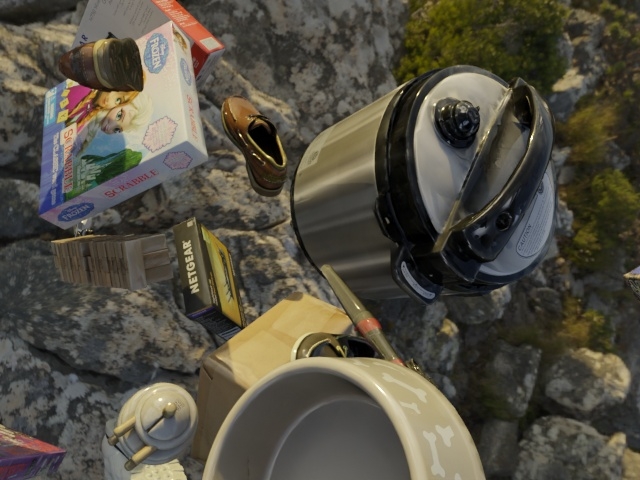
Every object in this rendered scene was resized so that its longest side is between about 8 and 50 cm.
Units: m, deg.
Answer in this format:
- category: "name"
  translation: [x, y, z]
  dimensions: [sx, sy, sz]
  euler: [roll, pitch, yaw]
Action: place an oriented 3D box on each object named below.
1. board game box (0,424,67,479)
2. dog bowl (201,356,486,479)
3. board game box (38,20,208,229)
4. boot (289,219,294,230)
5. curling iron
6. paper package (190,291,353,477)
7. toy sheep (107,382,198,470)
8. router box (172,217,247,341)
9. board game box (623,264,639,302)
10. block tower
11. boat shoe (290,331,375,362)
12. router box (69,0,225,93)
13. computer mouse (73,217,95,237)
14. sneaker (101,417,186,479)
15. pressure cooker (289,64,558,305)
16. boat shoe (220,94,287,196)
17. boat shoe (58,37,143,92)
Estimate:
- category: "board game box"
  translation: [-0.554, 0.324, 0.810]
  dimensions: [0.208, 0.347, 0.056]
  euler: [27, 66, -2]
- category: "dog bowl"
  translation: [0.002, 0.291, 0.561]
  dimensions: [0.102, 0.349, 0.348]
  euler: [33, 66, -45]
- category: "board game box"
  translation: [-0.379, -0.221, 0.955]
  dimensions: [0.066, 0.318, 0.318]
  euler: [46, 24, -58]
- category: "boot"
  translation: [0.001, -0.001, 1.818]
  dimensions: [0.178, 0.085, 0.236]
  euler: [51, 16, 28]
- category: "curling iron"
  translation: [0.071, 0.126, 0.714]
  dimensions: [0.035, 0.274, 0.068]
  euler: [-45, 141, 3]
- category: "paper package"
  translation: [-0.098, 0.320, 1.092]
  dimensions: [0.325, 0.168, 0.309]
  euler: [-33, 142, -52]
- category: "toy sheep"
  translation: [-0.172, 0.194, 0.535]
  dimensions: [0.091, 0.132, 0.091]
  euler: [14, 60, -25]
- category: "router box"
  translation: [-0.329, 0.119, 1.525]
  dimensions: [0.243, 0.081, 0.308]
  euler: [56, 12, -57]
- category: "board game box"
  translation: [0.478, 0.090, 0.440]
  dimensions: [0.232, 0.141, 0.291]
  euler: [-34, 87, 3]
- category: "block tower"
  translation: [-0.421, 0.037, 1.012]
  dimensions: [0.097, 0.335, 0.091]
  euler: [-15, 102, -45]
- category: "boat shoe"
  translation: [0.026, 0.194, 0.858]
  dimensions: [0.228, 0.069, 0.081]
  euler: [12, 76, -64]
- category: "router box"
  translation: [-0.441, -0.441, 1.243]
  dimensions: [0.301, 0.335, 0.082]
  euler: [42, 37, -6]
- category: "computer mouse"
  translation: [-0.628, -0.037, 1.348]
  dimensions: [0.042, 0.106, 0.193]
  euler: [3, 36, -33]
- category: "sneaker"
  translation: [-0.298, 0.396, 0.841]
  dimensions: [0.090, 0.235, 0.094]
  euler: [14, 103, -43]
- category: "pressure cooker"
  translation: [0.186, -0.081, 0.862]
  dimensions: [0.376, 0.420, 0.369]
  euler: [-6, 84, -34]
- category: "boat shoe"
  translation: [-0.148, -0.254, 1.219]
  dimensions: [0.111, 0.104, 0.307]
  euler: [-13, 62, -31]
- category: "boat shoe"
  translation: [-0.255, -0.210, 0.607]
  dimensions: [0.060, 0.178, 0.064]
  euler: [-3, 106, -4]
